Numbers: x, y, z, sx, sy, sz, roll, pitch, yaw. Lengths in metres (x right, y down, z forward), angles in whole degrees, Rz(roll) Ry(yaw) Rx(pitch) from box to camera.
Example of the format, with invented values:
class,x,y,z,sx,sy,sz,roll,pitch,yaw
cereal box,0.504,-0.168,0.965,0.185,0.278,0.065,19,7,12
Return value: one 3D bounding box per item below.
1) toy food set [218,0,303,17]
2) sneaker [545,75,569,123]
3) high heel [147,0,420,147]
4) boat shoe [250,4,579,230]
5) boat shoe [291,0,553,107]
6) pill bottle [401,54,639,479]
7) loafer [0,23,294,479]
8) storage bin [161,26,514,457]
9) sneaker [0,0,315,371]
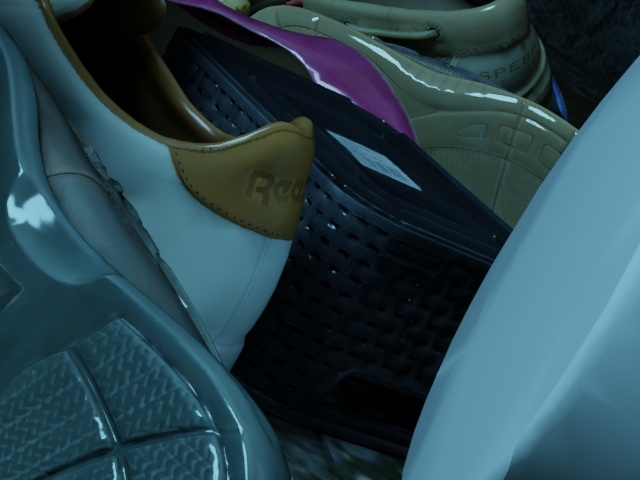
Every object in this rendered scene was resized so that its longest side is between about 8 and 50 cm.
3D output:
class,x,y,z,sx,sy,sz,roll,pitch,yaw
toy food set,-0.051,-0.125,1.164,0.083,0.083,0.020,-18,71,-32
sneaker,0.059,-0.148,1.402,0.330,0.129,0.147,39,17,35
high heel,-0.057,-0.088,1.041,0.244,0.082,0.117,45,35,21
boat shoe,0.081,-0.050,1.130,0.285,0.103,0.092,28,16,14
boat shoe,0.003,-0.178,1.260,0.341,0.121,0.110,26,-31,32
pill bottle,0.241,0.106,0.575,0.408,0.229,0.229,30,12,-5
loafer,-0.081,0.021,0.531,0.267,0.096,0.084,50,2,40
storage bin,0.000,0.000,0.773,0.122,0.084,0.180,22,14,-36
sneaker,-0.127,-0.072,0.672,0.290,0.123,0.106,32,14,10
